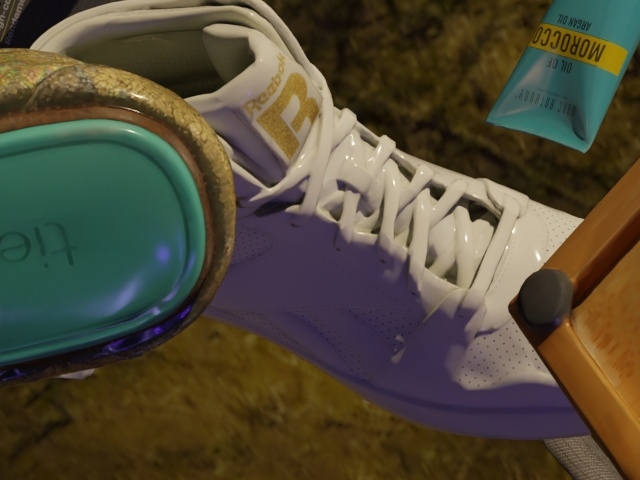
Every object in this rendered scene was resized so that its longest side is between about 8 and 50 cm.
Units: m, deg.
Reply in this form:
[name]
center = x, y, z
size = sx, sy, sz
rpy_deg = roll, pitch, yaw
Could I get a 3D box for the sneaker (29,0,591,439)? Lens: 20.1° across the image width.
[sneaker]
center = 0.010, -0.012, 0.742
size = 0.292, 0.169, 0.108
rpy_deg = 14, 66, 19

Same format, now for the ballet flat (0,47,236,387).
[ballet flat]
center = -0.199, 0.012, 0.540
size = 0.348, 0.123, 0.123
rpy_deg = -11, 49, -7

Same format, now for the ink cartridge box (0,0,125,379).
[ink cartridge box]
center = -0.231, -0.094, 1.355
size = 0.307, 0.072, 0.303
rpy_deg = 27, 104, 42

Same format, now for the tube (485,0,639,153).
[tube]
center = 0.175, -0.151, 1.074
size = 0.080, 0.052, 0.207
rpy_deg = 22, 83, 50

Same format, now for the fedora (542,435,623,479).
[fedora]
center = 0.280, 0.182, 1.332
size = 0.244, 0.124, 0.275
rpy_deg = -15, 36, -29

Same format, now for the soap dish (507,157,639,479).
[soap dish]
center = 0.208, 0.009, 0.581
size = 0.291, 0.118, 0.229
rpy_deg = -50, 40, 17
